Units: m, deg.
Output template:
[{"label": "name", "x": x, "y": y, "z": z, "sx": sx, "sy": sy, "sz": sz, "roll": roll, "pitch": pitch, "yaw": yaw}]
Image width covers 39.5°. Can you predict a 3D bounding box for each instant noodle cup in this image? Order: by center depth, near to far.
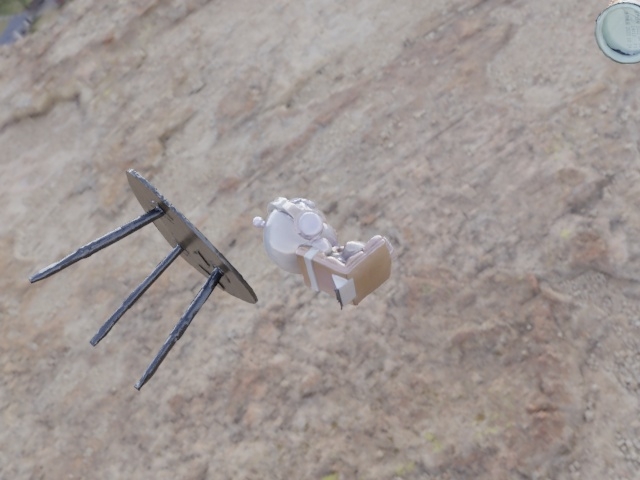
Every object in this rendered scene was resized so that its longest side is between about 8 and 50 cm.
[{"label": "instant noodle cup", "x": 0.655, "y": -0.457, "z": 1.807, "sx": 0.193, "sy": 0.193, "sz": 0.212, "roll": 2, "pitch": 32, "yaw": 42}]

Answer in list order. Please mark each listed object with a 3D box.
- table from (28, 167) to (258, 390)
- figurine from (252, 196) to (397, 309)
[{"label": "table", "x": -0.301, "y": 0.092, "z": 1.535, "sx": 0.249, "sy": 0.317, "sz": 0.317, "roll": -45, "pitch": 38, "yaw": -15}, {"label": "figurine", "x": -0.003, "y": 0.002, "z": 1.442, "sx": 0.237, "sy": 0.162, "sz": 0.141, "roll": 30, "pitch": 67, "yaw": 32}]
